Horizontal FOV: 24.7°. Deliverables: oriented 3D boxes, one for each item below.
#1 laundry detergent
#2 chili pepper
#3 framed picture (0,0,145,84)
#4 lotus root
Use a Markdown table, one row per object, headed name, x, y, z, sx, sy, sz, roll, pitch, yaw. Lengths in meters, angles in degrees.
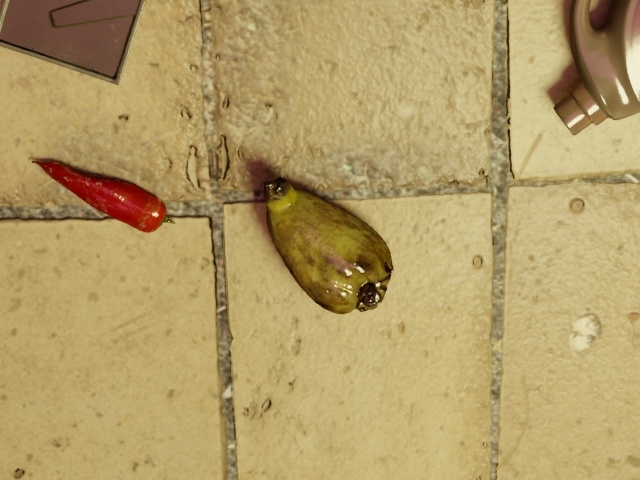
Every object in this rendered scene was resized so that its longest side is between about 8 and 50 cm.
| name | x | y | z | sx | sy | sz | roll | pitch | yaw |
| --- | --- | --- | --- | --- | --- | --- | --- | --- | --- |
| laundry detergent | 0.340 | -0.234 | 1.613 | 0.237 | 0.076 | 0.171 | -36 | 105 | 12 |
| chili pepper | -0.247 | -0.054 | 1.673 | 0.178 | 0.027 | 0.045 | 27 | 107 | -10 |
| framed picture | -0.277 | -0.244 | 1.611 | 0.149 | 0.011 | 0.109 | 18 | 109 | -9 |
| lotus root | 0.000 | 0.000 | 1.675 | 0.190 | 0.094 | 0.108 | 45 | 79 | -8 |
